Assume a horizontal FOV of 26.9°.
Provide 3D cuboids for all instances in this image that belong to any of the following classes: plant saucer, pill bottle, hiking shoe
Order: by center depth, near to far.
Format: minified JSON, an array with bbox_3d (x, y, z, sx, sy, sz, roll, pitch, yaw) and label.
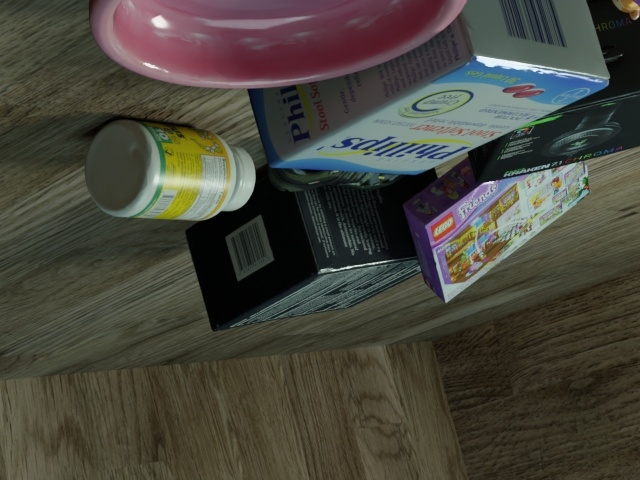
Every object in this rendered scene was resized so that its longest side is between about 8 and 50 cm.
[{"bbox_3d":[-0.038,-0.230,1.181,0.332,0.084,0.332,-6,165,-2],"label":"plant saucer"},{"bbox_3d":[-0.179,-0.084,1.663,0.117,0.117,0.208,-23,165,35],"label":"pill bottle"},{"bbox_3d":[0.041,-0.116,1.843,0.227,0.086,0.114,-12,171,-8],"label":"hiking shoe"}]

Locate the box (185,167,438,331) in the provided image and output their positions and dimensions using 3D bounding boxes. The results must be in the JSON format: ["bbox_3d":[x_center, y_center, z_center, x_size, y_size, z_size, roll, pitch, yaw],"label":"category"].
[{"bbox_3d":[0.000,0.000,2.077,0.294,0.183,0.296,-6,164,-40],"label":"box"}]

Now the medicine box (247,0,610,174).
[{"bbox_3d":[0.110,-0.189,1.444,0.289,0.149,0.263,-25,163,40],"label":"medicine box"}]

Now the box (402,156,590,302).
[{"bbox_3d":[0.264,-0.062,1.965,0.293,0.057,0.201,-36,144,-12],"label":"box"}]

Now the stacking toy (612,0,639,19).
[{"bbox_3d":[0.377,-0.287,1.375,0.166,0.175,0.302,-10,-179,-18],"label":"stacking toy"}]

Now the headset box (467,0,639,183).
[{"bbox_3d":[0.317,-0.194,1.693,0.246,0.131,0.283,-13,167,-6],"label":"headset box"}]
